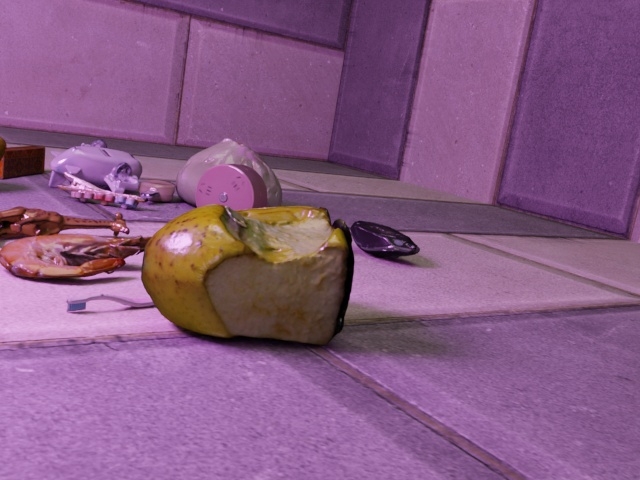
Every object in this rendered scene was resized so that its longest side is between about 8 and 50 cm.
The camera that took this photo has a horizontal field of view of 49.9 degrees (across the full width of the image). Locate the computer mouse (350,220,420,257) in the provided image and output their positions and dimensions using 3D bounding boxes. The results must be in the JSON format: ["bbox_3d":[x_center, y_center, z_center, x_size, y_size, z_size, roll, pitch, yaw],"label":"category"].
[{"bbox_3d":[0.136,0.006,1.529,0.106,0.062,0.192,2,19,-39],"label":"computer mouse"}]

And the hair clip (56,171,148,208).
[{"bbox_3d":[-0.513,-0.105,1.608,0.214,0.056,0.062,18,-5,1],"label":"hair clip"}]

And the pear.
[{"bbox_3d":[-0.111,0.025,0.925,0.255,0.164,0.238,6,14,-21],"label":"pear"}]

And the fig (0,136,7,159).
[{"bbox_3d":[-0.783,-0.187,1.519,0.166,0.154,0.144,-43,48,-18],"label":"fig"}]

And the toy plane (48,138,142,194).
[{"bbox_3d":[-0.583,-0.188,1.799,0.252,0.118,0.252,20,22,-9],"label":"toy plane"}]

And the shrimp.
[{"bbox_3d":[-0.357,0.023,1.036,0.236,0.053,0.133,-2,13,-34],"label":"shrimp"}]

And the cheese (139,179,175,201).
[{"bbox_3d":[-0.422,-0.124,1.780,0.092,0.047,0.171,3,11,-17],"label":"cheese"}]

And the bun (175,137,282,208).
[{"bbox_3d":[-0.236,-0.176,1.844,0.293,0.187,0.293,11,11,-2],"label":"bun"}]

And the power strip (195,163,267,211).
[{"bbox_3d":[-0.200,-0.096,1.550,0.154,0.154,0.078,13,8,20],"label":"power strip"}]

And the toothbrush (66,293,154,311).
[{"bbox_3d":[-0.241,0.079,0.922,0.204,0.022,0.017,0,24,-43],"label":"toothbrush"}]

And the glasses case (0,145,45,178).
[{"bbox_3d":[-0.812,-0.213,1.838,0.049,0.075,0.218,8,11,4],"label":"glasses case"}]

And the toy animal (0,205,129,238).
[{"bbox_3d":[-0.465,-0.025,1.206,0.149,0.054,0.275,16,11,22],"label":"toy animal"}]
